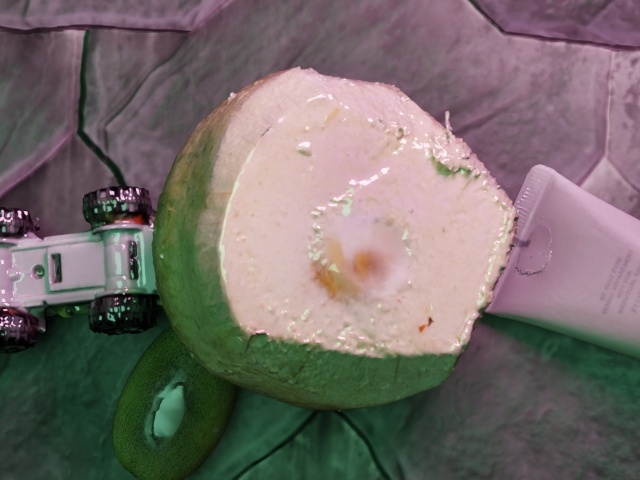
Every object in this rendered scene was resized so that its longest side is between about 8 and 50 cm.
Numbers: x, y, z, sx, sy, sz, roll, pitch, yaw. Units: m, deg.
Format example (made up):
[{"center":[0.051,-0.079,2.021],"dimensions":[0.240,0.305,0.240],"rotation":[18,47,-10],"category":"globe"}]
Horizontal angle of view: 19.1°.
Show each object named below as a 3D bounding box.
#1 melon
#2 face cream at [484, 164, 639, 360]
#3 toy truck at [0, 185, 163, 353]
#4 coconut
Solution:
[{"center":[-0.127,0.142,1.706],"dimensions":[0.099,0.099,0.162],"rotation":[25,85,13],"category":"melon"},{"center":[0.292,0.052,1.644],"dimensions":[0.314,0.089,0.143],"rotation":[24,89,21],"category":"face cream"},{"center":[-0.246,0.032,1.736],"dimensions":[0.285,0.111,0.136],"rotation":[-6,79,12],"category":"toy truck"},{"center":[0.000,0.000,1.615],"dimensions":[0.297,0.254,0.297],"rotation":[0,90,-13],"category":"coconut"}]
